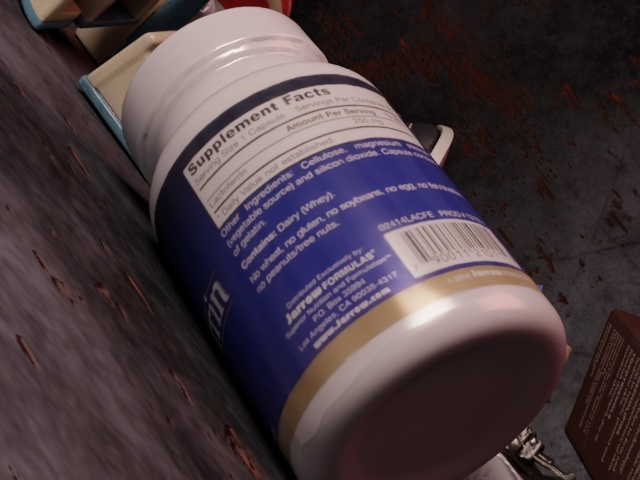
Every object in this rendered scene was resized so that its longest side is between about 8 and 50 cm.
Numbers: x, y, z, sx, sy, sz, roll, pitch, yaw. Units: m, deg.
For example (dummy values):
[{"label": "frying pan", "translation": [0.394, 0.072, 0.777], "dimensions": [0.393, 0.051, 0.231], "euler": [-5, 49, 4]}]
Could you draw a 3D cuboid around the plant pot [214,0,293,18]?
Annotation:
[{"label": "plant pot", "translation": [-0.125, -0.259, 1.360], "dimensions": [0.174, 0.191, 0.191], "euler": [58, 6, 35]}]

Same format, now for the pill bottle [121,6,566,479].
[{"label": "pill bottle", "translation": [0.000, 0.000, 0.760], "dimensions": [0.264, 0.153, 0.153], "euler": [56, 5, 35]}]

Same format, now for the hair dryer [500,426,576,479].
[{"label": "hair dryer", "translation": [0.197, 0.249, 1.135], "dimensions": [0.293, 0.080, 0.223], "euler": [43, 10, 20]}]

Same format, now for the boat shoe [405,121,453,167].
[{"label": "boat shoe", "translation": [0.031, -0.028, 1.102], "dimensions": [0.091, 0.114, 0.302], "euler": [26, 27, 2]}]

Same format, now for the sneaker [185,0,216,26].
[{"label": "sneaker", "translation": [-0.109, -0.143, 1.214], "dimensions": [0.268, 0.101, 0.153], "euler": [59, 3, -1]}]

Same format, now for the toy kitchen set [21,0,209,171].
[{"label": "toy kitchen set", "translation": [-0.119, -0.122, 1.011], "dimensions": [0.166, 0.122, 0.207], "euler": [53, 24, 6]}]

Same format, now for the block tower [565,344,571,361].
[{"label": "block tower", "translation": [0.096, 0.051, 1.316], "dimensions": [0.335, 0.097, 0.091], "euler": [37, -11, -30]}]

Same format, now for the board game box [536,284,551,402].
[{"label": "board game box", "translation": [0.175, 0.100, 1.505], "dimensions": [0.136, 0.035, 0.201], "euler": [10, -30, 21]}]

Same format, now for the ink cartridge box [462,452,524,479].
[{"label": "ink cartridge box", "translation": [0.143, 0.184, 0.861], "dimensions": [0.232, 0.066, 0.189], "euler": [17, -19, 34]}]

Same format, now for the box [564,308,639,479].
[{"label": "box", "translation": [0.339, 0.189, 1.143], "dimensions": [0.191, 0.143, 0.381], "euler": [17, 13, -7]}]
